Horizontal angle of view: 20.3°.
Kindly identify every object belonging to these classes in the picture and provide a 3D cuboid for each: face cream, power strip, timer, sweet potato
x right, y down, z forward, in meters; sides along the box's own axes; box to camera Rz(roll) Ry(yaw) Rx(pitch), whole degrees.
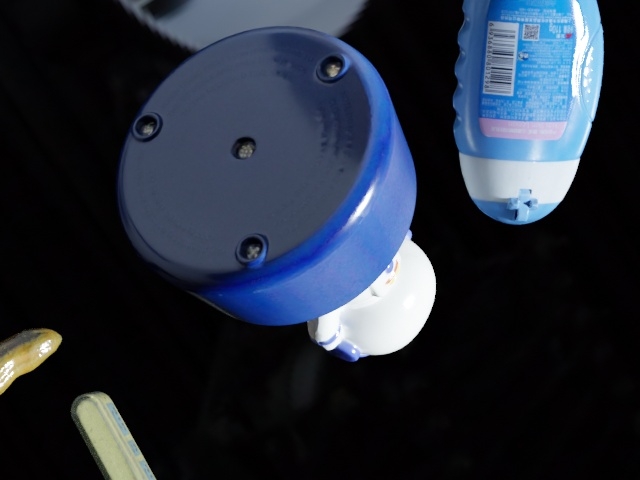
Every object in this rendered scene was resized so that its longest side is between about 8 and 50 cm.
[{"bbox_3d":[0.207,-0.145,1.791,0.149,0.264,0.083,3,-166,-5],"label":"face cream"},{"bbox_3d":[-0.237,0.384,2.509,0.066,0.387,0.092,-29,177,0],"label":"power strip"},{"bbox_3d":[0.000,0.000,1.730,0.270,0.383,0.270,-11,-120,19],"label":"timer"},{"bbox_3d":[-0.333,0.132,1.735,0.182,0.054,0.053,-20,155,-28],"label":"sweet potato"}]
